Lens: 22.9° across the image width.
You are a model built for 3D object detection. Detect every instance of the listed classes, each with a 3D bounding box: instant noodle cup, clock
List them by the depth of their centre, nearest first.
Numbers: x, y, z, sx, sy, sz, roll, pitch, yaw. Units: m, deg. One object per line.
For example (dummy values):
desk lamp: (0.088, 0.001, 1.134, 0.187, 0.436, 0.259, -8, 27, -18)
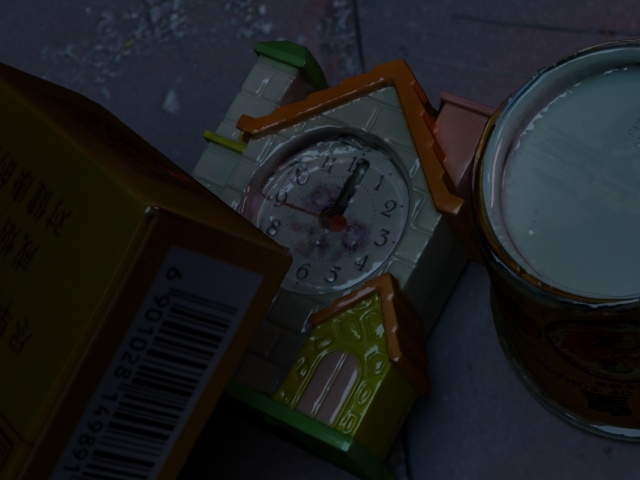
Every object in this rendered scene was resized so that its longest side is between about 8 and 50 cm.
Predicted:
instant noodle cup: (0.187, -0.005, 0.941, 0.215, 0.172, 0.216, -8, 65, 17)
clock: (0.000, 0.000, 1.045, 0.219, 0.106, 0.255, 22, 77, 26)

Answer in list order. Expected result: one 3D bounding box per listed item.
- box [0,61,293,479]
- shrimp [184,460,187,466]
box: (-0.215, 0.122, 0.965, 0.264, 0.115, 0.415, 36, 102, 46)
shrimp: (-0.169, 0.127, 1.071, 0.180, 0.099, 0.041, -7, 23, 27)
